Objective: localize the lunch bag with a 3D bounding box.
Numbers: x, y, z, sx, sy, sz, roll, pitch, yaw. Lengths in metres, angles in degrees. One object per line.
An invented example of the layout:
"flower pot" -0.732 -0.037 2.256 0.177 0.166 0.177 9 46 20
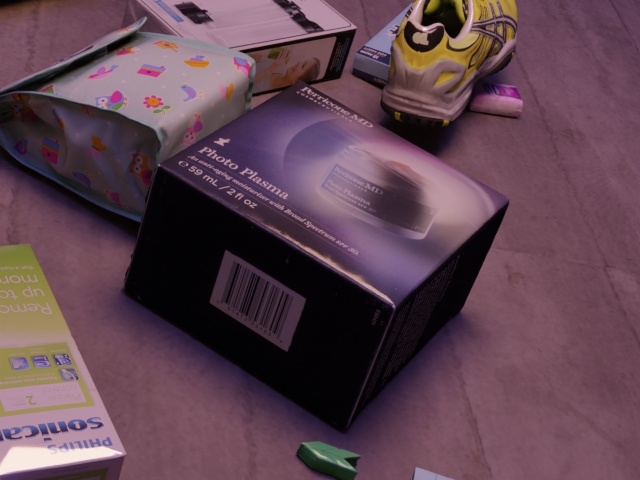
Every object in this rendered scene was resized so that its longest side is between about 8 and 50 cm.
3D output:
"lunch bag" -0.238 -0.156 1.640 0.262 0.160 0.223 21 36 22

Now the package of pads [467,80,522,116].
"package of pads" 0.253 -0.209 2.050 0.083 0.032 0.050 6 39 -18

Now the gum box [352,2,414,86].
"gum box" 0.159 -0.273 2.048 0.157 0.041 0.184 24 43 20

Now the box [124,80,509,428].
"box" 0.000 0.000 1.518 0.296 0.183 0.294 31 35 15

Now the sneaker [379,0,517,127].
"sneaker" 0.200 -0.305 1.946 0.145 0.147 0.385 16 39 11

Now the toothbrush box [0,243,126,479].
"toothbrush box" -0.321 0.140 1.226 0.206 0.122 0.283 -4 42 -29

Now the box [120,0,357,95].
"box" -0.113 -0.283 1.927 0.290 0.087 0.169 -16 48 -40

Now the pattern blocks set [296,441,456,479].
"pattern blocks set" 0.032 0.305 1.251 0.285 0.026 0.325 13 35 -9
